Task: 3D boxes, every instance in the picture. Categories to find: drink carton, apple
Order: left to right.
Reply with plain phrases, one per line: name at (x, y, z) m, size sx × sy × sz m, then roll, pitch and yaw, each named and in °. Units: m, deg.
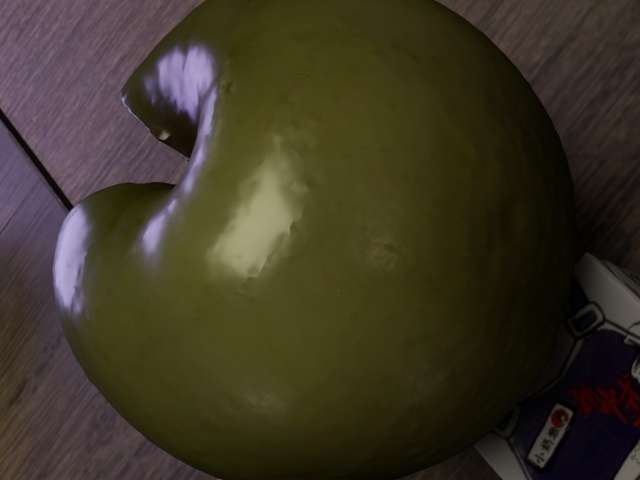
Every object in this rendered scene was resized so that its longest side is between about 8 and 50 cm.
apple at (0.000, 0.000, 0.785) m, size 0.292 × 0.254 × 0.292 m, roll -42°, pitch 32°, yaw 34°
drink carton at (0.198, 0.128, 0.795) m, size 0.134 × 0.102 × 0.222 m, roll -53°, pitch 53°, yaw 16°

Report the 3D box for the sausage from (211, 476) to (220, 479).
sausage at (-0.019, 0.126, 0.958) m, size 0.088 × 0.088 × 0.433 m, roll 21°, pitch 92°, yaw 37°
